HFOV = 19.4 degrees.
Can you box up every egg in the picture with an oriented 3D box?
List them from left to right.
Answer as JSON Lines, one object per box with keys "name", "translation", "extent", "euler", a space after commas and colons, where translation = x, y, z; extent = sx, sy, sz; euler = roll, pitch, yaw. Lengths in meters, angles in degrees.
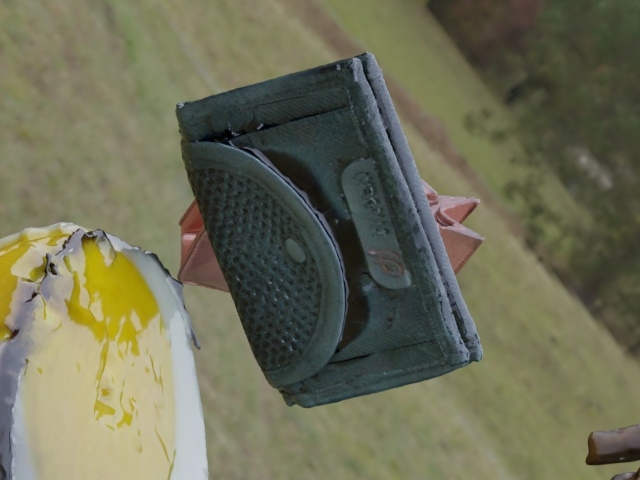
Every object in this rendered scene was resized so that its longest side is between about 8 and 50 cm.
{"name": "egg", "translation": [-0.221, 0.155, 1.356], "extent": [0.337, 0.201, 0.337], "euler": [-7, 90, -67]}

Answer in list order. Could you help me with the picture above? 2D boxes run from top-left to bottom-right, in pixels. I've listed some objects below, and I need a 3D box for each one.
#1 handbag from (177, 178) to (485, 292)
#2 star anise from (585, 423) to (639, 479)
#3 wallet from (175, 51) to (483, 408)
{"name": "handbag", "translation": [0.004, -0.001, 1.474], "extent": [0.212, 0.157, 0.059], "euler": [12, 56, -20]}
{"name": "star anise", "translation": [0.212, 0.102, 0.798], "extent": [0.212, 0.196, 0.111], "euler": [14, 44, -35]}
{"name": "wallet", "translation": [0.000, 0.000, 0.699], "extent": [0.129, 0.088, 0.026], "euler": [69, 26, -17]}
